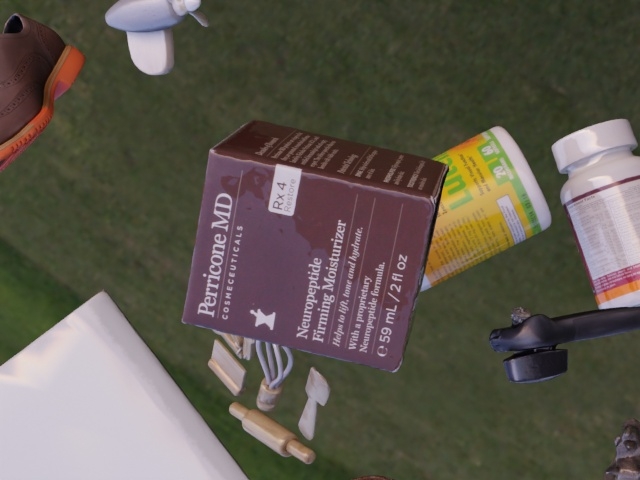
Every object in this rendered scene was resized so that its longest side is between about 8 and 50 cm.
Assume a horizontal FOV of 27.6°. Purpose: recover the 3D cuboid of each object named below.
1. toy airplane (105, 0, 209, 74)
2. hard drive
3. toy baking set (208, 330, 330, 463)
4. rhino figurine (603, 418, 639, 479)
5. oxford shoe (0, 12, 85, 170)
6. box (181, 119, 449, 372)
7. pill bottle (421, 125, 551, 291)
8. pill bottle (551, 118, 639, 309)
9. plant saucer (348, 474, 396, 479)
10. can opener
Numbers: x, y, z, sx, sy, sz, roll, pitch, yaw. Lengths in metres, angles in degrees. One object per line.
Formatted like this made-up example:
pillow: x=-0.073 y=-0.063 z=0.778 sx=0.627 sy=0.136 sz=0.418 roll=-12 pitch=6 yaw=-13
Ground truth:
toy airplane: x=-0.265 y=-0.501 z=1.929 sx=0.386 sy=0.384 sz=0.272 roll=41 pitch=-170 yaw=1
hard drive: x=-0.096 y=0.207 z=0.649 sx=0.307 sy=0.203 sz=0.040 roll=53 pitch=171 yaw=-2
toy baking set: x=-0.067 y=0.164 z=1.478 sx=0.256 sy=0.030 sz=0.196 roll=28 pitch=141 yaw=47
rhino figurine: x=0.395 y=0.307 z=1.652 sx=0.073 sy=0.106 sz=0.243 roll=8 pitch=144 yaw=20
oxford shoe: x=-0.328 y=-0.146 z=1.333 sx=0.097 sy=0.271 sz=0.098 roll=-38 pitch=111 yaw=24
box: x=0.000 y=0.000 z=1.204 sx=0.203 sy=0.168 sz=0.167 roll=12 pitch=-164 yaw=6
pill bottle: x=0.136 y=-0.022 z=1.546 sx=0.136 sy=0.246 sz=0.136 roll=62 pitch=-177 yaw=-5
pill bottle: x=0.366 y=-0.028 z=1.596 sx=0.121 sy=0.121 sz=0.221 roll=135 pitch=119 yaw=-70
plant saucer: x=0.038 y=0.348 z=1.657 sx=0.168 sy=0.168 sz=0.029 roll=2 pitch=121 yaw=57
can opener: x=0.254 y=0.093 z=1.334 sx=0.059 sy=0.186 sz=0.073 roll=9 pitch=109 yaw=59
